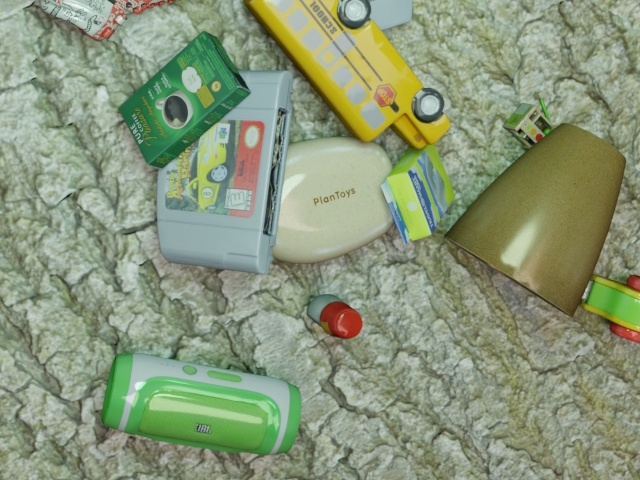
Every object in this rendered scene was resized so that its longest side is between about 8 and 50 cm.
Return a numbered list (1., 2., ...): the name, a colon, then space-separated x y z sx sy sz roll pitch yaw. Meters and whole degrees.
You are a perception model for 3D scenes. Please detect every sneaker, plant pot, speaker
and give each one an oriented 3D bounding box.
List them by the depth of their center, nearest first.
1. sneaker: -0.266 -0.359 1.291 0.270 0.090 0.145 6 121 -28
2. speaker: -0.186 0.260 1.416 0.296 0.131 0.131 13 99 -15
3. plant pot: 0.361 -0.049 1.417 0.237 0.237 0.254 30 94 -17

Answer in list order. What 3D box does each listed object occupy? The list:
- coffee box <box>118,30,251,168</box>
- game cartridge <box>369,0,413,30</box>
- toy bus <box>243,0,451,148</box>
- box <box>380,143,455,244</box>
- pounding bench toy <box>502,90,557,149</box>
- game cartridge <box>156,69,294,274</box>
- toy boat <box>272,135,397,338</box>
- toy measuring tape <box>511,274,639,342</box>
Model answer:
1. coffee box: -0.200 -0.202 1.301 0.184 0.040 0.113 -39 70 17
2. game cartridge: 0.030 -0.454 1.352 0.198 0.062 0.297 -20 106 -13
3. toy bus: 0.045 -0.262 1.315 0.130 0.108 0.333 -42 111 0
4. box: 0.155 -0.079 1.402 0.042 0.178 0.109 -15 109 28
5. pounding bench toy: 0.359 -0.197 1.482 0.065 0.052 0.083 40 91 -18
6. game cartridge: -0.146 -0.105 1.316 0.196 0.060 0.294 5 87 30
7. toy boat: 0.000 0.000 1.408 0.267 0.148 0.318 -11 97 -16
8. toy measuring tape: 0.497 0.103 1.548 0.330 0.121 0.121 16 98 -16
